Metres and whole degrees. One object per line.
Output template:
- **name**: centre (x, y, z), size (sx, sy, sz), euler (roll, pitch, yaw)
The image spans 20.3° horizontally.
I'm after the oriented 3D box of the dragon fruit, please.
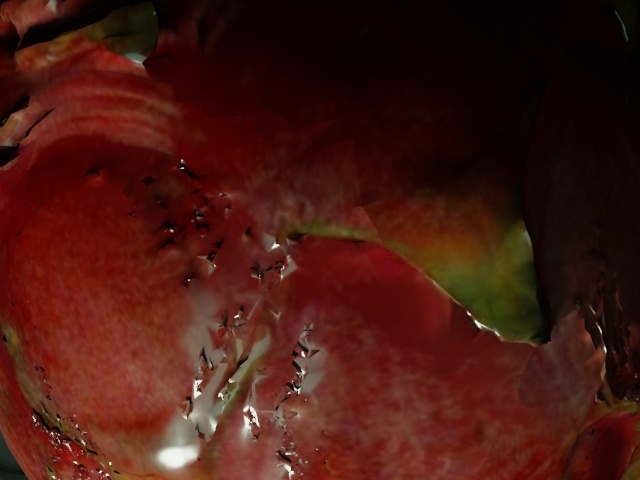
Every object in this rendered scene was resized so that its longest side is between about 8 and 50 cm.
- **dragon fruit**: centre (0.000, 0.000, 0.680), size (0.296, 0.295, 0.301), euler (1, 126, 34)
